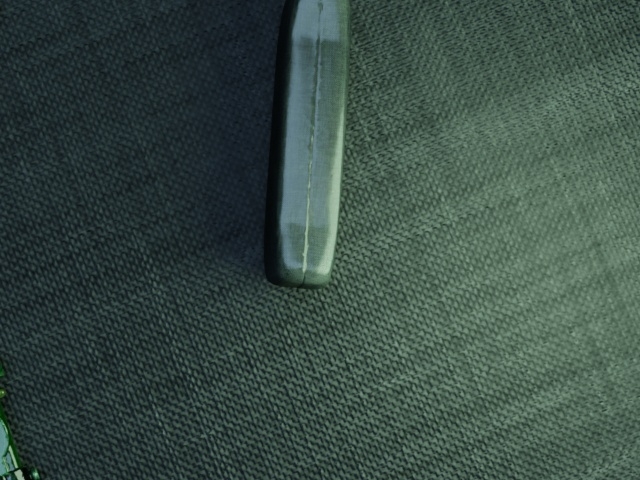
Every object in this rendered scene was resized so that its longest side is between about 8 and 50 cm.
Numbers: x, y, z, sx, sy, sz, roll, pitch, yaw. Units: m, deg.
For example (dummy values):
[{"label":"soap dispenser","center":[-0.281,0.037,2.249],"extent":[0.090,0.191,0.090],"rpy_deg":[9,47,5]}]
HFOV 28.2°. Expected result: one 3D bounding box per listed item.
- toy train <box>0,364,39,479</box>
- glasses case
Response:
[{"label":"toy train","center":[-0.373,0.217,1.376],"extent":[0.105,0.071,0.178],"rpy_deg":[-19,85,-12]},{"label":"glasses case","center":[-0.015,-0.110,1.363],"extent":[0.074,0.131,0.323],"rpy_deg":[4,87,-5]}]
